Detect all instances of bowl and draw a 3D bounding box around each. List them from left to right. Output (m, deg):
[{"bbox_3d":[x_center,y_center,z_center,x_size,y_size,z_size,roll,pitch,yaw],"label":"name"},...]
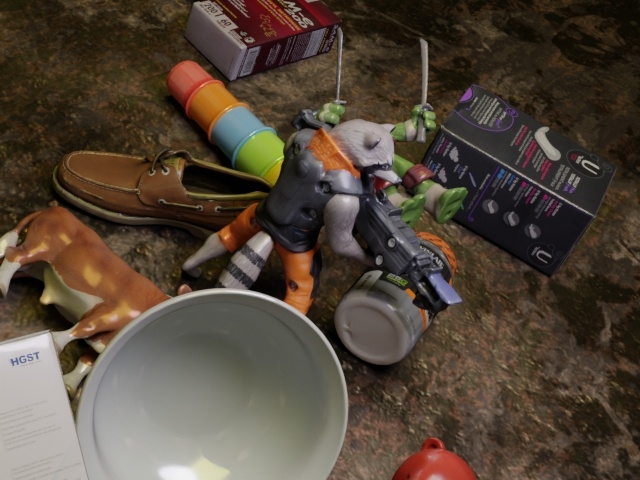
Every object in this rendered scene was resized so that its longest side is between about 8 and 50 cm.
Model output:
[{"bbox_3d":[-0.127,0.178,1.267,0.298,0.298,0.134,9,12,-18],"label":"bowl"}]

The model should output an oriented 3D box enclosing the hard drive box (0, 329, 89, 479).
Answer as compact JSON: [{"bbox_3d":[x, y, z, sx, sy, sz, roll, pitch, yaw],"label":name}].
[{"bbox_3d":[-0.335,0.223,1.133,0.181,0.089,0.232,-13,89,-37],"label":"hard drive box"}]

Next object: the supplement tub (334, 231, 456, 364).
[{"bbox_3d":[0.108,0.073,1.561,0.117,0.117,0.190,33,43,8],"label":"supplement tub"}]

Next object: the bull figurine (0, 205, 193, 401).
[{"bbox_3d":[-0.274,0.077,1.382,0.310,0.101,0.188,37,47,23],"label":"bull figurine"}]

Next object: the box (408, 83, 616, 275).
[{"bbox_3d":[0.301,-0.098,1.804,0.270,0.143,0.165,31,41,6],"label":"box"}]

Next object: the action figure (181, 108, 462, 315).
[{"bbox_3d":[0.000,0.000,1.418,0.341,0.330,0.178,45,22,28],"label":"action figure"}]

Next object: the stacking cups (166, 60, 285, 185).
[{"bbox_3d":[-0.113,-0.152,1.713,0.096,0.096,0.316,-19,54,-38],"label":"stacking cups"}]

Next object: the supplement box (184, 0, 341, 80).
[{"bbox_3d":[-0.095,-0.359,1.932,0.239,0.073,0.130,-25,61,-41],"label":"supplement box"}]

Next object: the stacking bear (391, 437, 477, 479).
[{"bbox_3d":[0.187,0.355,1.293,0.164,0.175,0.289,-1,37,-47],"label":"stacking bear"}]

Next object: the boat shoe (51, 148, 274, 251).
[{"bbox_3d":[-0.209,-0.081,1.573,0.307,0.104,0.111,13,44,-14],"label":"boat shoe"}]

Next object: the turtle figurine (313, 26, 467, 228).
[{"bbox_3d":[0.096,-0.156,1.651,0.266,0.275,0.198,49,9,28],"label":"turtle figurine"}]
